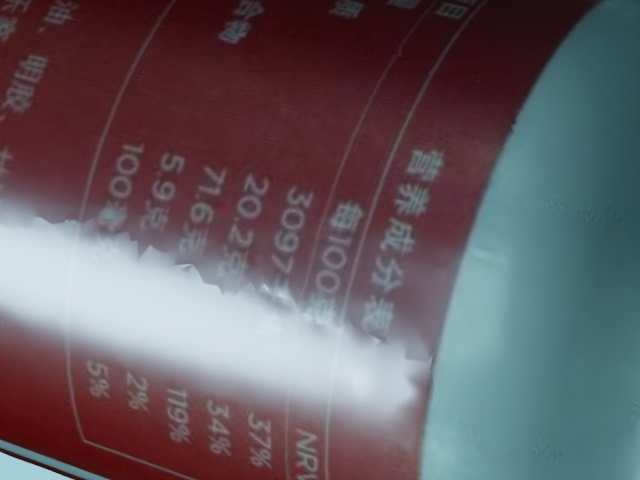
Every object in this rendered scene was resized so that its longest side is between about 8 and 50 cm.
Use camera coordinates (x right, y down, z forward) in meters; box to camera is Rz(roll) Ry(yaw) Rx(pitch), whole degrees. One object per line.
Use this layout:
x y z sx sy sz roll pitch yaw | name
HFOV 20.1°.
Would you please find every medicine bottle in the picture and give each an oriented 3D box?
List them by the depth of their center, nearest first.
0.000 0.000 0.382 0.250 0.131 0.131 15 98 24 | medicine bottle
